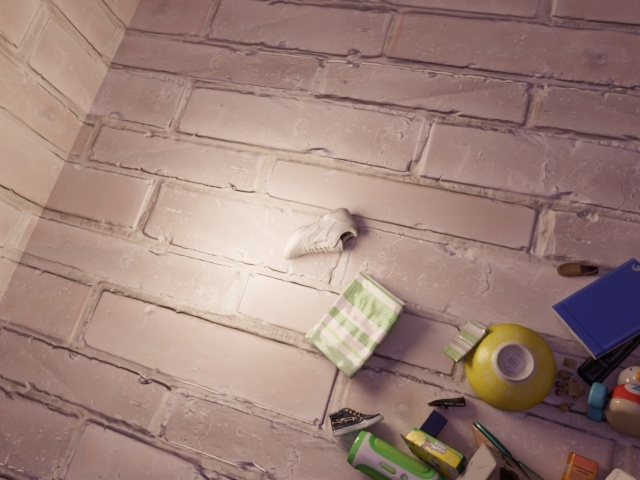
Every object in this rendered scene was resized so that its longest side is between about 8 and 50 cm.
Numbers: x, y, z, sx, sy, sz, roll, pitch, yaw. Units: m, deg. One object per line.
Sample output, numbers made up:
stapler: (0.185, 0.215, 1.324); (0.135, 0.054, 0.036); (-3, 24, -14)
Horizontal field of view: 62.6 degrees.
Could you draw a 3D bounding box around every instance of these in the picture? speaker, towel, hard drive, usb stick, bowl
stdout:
speaker: (0.239, 0.730, 1.678); (0.296, 0.131, 0.131); (25, 78, 19)
towel: (0.485, 0.335, 1.772); (0.152, 0.113, 0.023); (-44, 102, -5)
hard drive: (0.957, 0.217, 1.712); (0.318, 0.040, 0.210); (-31, 52, 1)
towel: (0.125, 0.290, 1.876); (0.248, 0.038, 0.325); (36, 82, 35)
usb stick: (0.945, 0.353, 1.692); (0.278, 0.045, 0.077); (-43, 58, -4)
bowl: (0.615, 0.397, 1.692); (0.289, 0.156, 0.289); (-4, 70, 12)

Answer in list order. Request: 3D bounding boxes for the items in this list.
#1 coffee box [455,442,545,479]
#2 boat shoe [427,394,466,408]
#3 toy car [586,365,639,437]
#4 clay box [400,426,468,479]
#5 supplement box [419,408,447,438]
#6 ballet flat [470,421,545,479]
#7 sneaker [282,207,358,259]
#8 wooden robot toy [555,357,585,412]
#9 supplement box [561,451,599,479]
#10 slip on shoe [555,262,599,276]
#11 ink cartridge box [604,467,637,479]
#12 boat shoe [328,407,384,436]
coffee box: (0.550, 0.735, 1.487); (0.297, 0.119, 0.168); (31, 97, -6)
boat shoe: (0.419, 0.541, 1.748); (0.125, 0.046, 0.038); (-8, 65, 1)
toy car: (0.951, 0.450, 1.585); (0.219, 0.210, 0.238); (14, 59, 34)
clay box: (0.358, 0.664, 1.638); (0.053, 0.127, 0.222); (-44, 36, -23)
supplement box: (0.368, 0.601, 1.716); (0.056, 0.083, 0.083); (37, 83, 21)
ballet flat: (0.572, 0.705, 1.627); (0.316, 0.107, 0.106); (40, 91, 23)
sneaker: (0.000, 0.000, 1.989); (0.305, 0.114, 0.152); (-32, 66, 1)
wooden robot toy: (0.805, 0.466, 1.683); (0.079, 0.076, 0.173); (11, 74, -15)
supplement box: (0.756, 0.763, 1.577); (0.078, 0.080, 0.233); (19, 79, 20)
slip on shoe: (0.876, 0.100, 1.796); (0.135, 0.041, 0.051); (4, 72, 14)
ink cartridge box: (0.892, 0.789, 1.491); (0.219, 0.092, 0.160); (43, 85, -1)
boat shoe: (0.118, 0.598, 1.784); (0.183, 0.065, 0.083); (-20, 70, 6)
